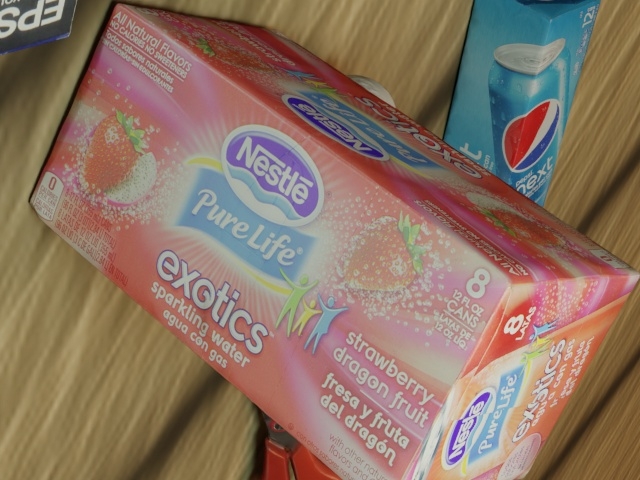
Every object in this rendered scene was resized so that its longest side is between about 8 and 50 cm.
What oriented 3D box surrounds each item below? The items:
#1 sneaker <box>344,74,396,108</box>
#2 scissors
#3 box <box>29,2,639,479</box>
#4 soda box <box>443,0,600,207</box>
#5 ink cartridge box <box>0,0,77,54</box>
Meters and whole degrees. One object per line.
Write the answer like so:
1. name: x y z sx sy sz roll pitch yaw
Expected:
1. sneaker: 0.024 -0.008 1.081 0.153 0.101 0.268 -28 140 -49
2. scissors: -0.020 0.152 1.199 0.109 0.021 0.297 -2 129 -6
3. box: 0.000 0.000 0.846 0.154 0.300 0.142 0 122 -53
4. soda box: 0.149 -0.104 1.179 0.067 0.071 0.210 -27 140 -39
5. ink cartridge box: -0.146 -0.143 0.507 0.165 0.065 0.332 -24 151 -39
